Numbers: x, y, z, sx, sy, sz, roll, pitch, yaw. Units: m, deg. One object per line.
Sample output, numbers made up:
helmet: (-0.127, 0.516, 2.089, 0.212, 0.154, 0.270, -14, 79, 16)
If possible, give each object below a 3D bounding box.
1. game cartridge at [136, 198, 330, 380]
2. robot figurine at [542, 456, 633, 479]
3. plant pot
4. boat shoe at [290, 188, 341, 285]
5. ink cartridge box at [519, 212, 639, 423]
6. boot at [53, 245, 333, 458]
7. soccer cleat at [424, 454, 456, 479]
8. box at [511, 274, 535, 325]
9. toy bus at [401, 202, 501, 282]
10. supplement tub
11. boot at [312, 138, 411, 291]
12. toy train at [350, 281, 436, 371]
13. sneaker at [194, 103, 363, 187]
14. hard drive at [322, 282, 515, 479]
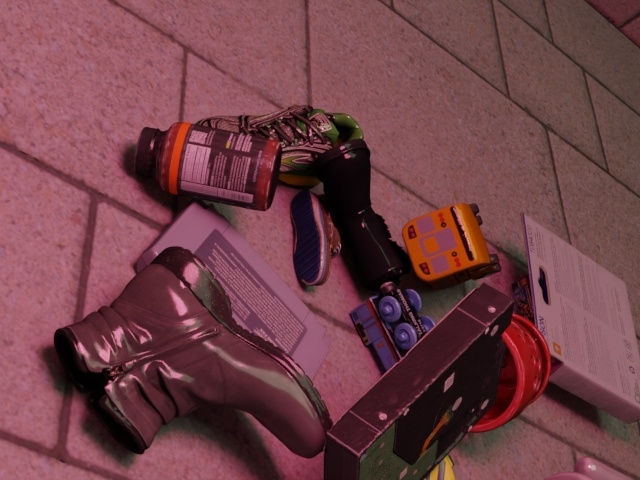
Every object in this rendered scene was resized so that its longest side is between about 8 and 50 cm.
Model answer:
game cartridge: (-0.119, 0.095, 1.610, 0.297, 0.062, 0.198, 49, 38, -10)
robot figurine: (0.435, 0.496, 1.812, 0.353, 0.200, 0.299, 33, 60, -29)
plant pot: (0.276, 0.205, 1.879, 0.174, 0.191, 0.191, -5, 66, -56)
boat shoe: (0.000, 0.000, 1.824, 0.066, 0.066, 0.183, 29, 42, -36)
ink cartridge box: (0.486, 0.150, 2.212, 0.330, 0.071, 0.324, 30, 42, -28)
boot: (-0.157, 0.192, 1.417, 0.338, 0.118, 0.223, 46, 53, -1)
soccer cleat: (0.145, 0.382, 1.652, 0.121, 0.093, 0.289, -7, 67, -46)
box: (0.480, 0.179, 2.280, 0.233, 0.044, 0.159, 25, 44, -37)
toy bus: (0.226, 0.017, 1.959, 0.333, 0.130, 0.108, 29, 41, -79)
supplement tub: (-0.159, -0.108, 1.627, 0.198, 0.106, 0.106, 12, 41, 3)
boot: (0.074, -0.033, 1.840, 0.246, 0.094, 0.207, 84, -19, -73)
toy train: (0.128, 0.158, 1.811, 0.080, 0.105, 0.184, -14, 72, -46)
sneaker: (-0.066, -0.164, 1.814, 0.344, 0.146, 0.134, -11, 70, -53)
hard drive: (0.130, 0.236, 1.550, 0.064, 0.236, 0.339, 31, 53, 27)
